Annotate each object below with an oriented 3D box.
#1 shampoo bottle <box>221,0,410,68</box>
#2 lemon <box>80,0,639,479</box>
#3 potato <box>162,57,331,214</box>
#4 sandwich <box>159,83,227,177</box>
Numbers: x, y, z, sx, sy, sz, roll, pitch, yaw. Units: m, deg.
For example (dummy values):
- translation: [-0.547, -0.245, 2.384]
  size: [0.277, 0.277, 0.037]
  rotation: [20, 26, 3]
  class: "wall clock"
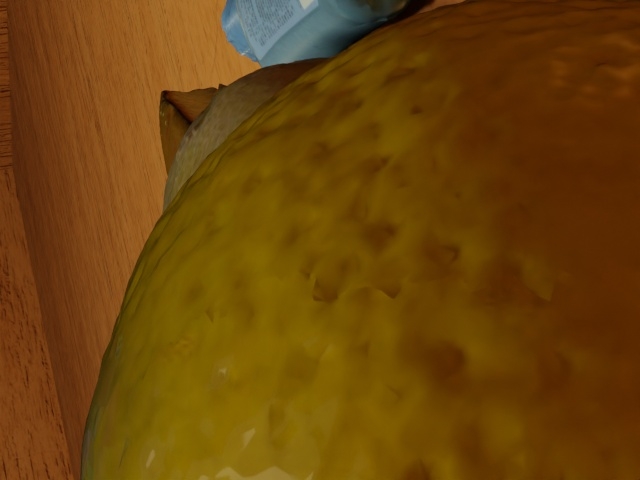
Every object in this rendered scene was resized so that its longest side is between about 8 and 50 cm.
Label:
- translation: [-0.009, -0.148, 0.980]
  size: [0.258, 0.061, 0.103]
  rotation: [162, 99, -76]
  class: "shampoo bottle"
- translation: [0.066, 0.061, 0.430]
  size: [0.267, 0.267, 0.267]
  rotation: [172, 90, -76]
  class: "lemon"
- translation: [0.000, 0.000, 0.855]
  size: [0.174, 0.159, 0.251]
  rotation: [56, 179, -3]
  class: "potato"
- translation: [-0.038, -0.025, 1.117]
  size: [0.244, 0.090, 0.088]
  rotation: [-130, 38, -60]
  class: "sandwich"
